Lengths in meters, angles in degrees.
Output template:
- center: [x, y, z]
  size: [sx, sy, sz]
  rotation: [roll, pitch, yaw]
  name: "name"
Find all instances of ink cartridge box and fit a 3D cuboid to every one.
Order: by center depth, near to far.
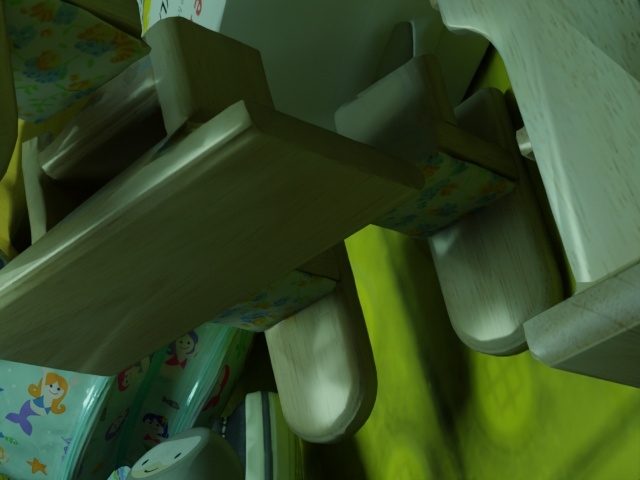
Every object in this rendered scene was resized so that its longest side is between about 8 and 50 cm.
- center: [-0.015, -0.183, 0.836]
  size: [0.171, 0.168, 0.233]
  rotation: [112, 147, -43]
  name: "ink cartridge box"

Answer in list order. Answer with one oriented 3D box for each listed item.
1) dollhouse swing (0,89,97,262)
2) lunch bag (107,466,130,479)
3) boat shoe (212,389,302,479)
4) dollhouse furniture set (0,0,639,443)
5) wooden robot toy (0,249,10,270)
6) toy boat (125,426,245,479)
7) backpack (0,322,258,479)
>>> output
- center: [-0.271, -0.163, 1.132]
  size: [0.305, 0.315, 0.347]
  rotation: [90, -157, -54]
  name: "dollhouse swing"
- center: [-0.167, 0.152, 1.333]
  size: [0.176, 0.090, 0.219]
  rotation: [124, 138, -53]
  name: "lunch bag"
- center: [-0.115, 0.335, 0.951]
  size: [0.187, 0.156, 0.500]
  rotation: [88, -163, -78]
  name: "boat shoe"
- center: [0.000, 0.000, 0.613]
  size: [0.394, 0.362, 0.256]
  rotation: [-31, 59, 32]
  name: "dollhouse furniture set"
- center: [-0.244, 0.051, 0.989]
  size: [0.079, 0.076, 0.173]
  rotation: [37, 111, 37]
  name: "wooden robot toy"
- center: [0.016, 0.200, 0.736]
  size: [0.318, 0.148, 0.267]
  rotation: [23, 128, 18]
  name: "toy boat"
- center: [-0.156, 0.082, 1.096]
  size: [0.253, 0.191, 0.225]
  rotation: [-53, -9, -44]
  name: "backpack"
